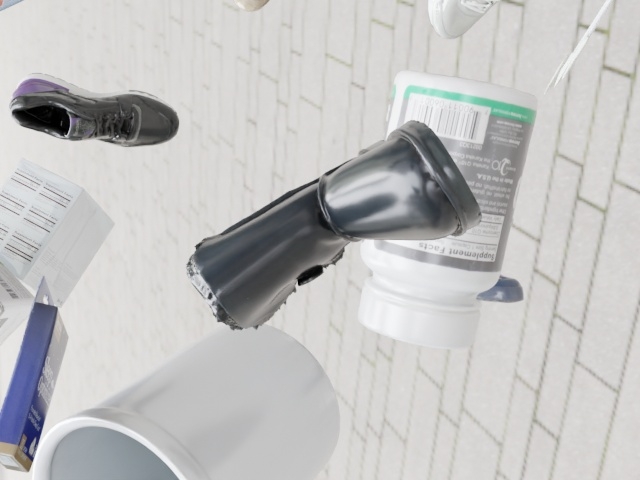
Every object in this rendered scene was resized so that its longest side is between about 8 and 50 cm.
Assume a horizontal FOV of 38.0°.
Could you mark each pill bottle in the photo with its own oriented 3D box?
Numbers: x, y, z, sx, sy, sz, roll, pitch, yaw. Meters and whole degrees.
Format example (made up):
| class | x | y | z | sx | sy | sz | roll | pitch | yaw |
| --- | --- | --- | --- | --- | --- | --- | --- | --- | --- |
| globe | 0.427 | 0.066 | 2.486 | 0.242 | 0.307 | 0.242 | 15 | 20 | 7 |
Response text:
| class | x | y | z | sx | sy | sz | roll | pitch | yaw |
| --- | --- | --- | --- | --- | --- | --- | --- | --- | --- |
| pill bottle | 0.169 | -0.045 | 1.310 | 0.204 | 0.204 | 0.361 | 27 | 108 | 61 |

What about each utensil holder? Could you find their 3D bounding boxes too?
| class | x | y | z | sx | sy | sz | roll | pitch | yaw |
| --- | --- | --- | --- | --- | --- | --- | --- | --- | --- |
| utensil holder | -0.188 | 0.332 | 1.430 | 0.327 | 0.385 | 0.328 | 10 | 112 | 25 |

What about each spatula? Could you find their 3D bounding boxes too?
| class | x | y | z | sx | sy | sz | roll | pitch | yaw |
| --- | --- | --- | --- | --- | --- | --- | --- | --- | --- |
| spatula | 0.495 | -0.386 | 1.726 | 0.242 | 0.019 | 0.168 | -58 | -6 | -2 |

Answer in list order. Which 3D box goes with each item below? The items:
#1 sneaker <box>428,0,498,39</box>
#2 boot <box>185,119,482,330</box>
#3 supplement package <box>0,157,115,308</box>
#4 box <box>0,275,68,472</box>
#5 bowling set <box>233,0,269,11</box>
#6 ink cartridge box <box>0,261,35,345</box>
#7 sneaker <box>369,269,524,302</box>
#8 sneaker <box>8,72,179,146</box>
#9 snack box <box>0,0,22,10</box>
| class | x | y | z | sx | sy | sz | roll | pitch | yaw |
| --- | --- | --- | --- | --- | --- | --- | --- | --- | --- |
| sneaker | 0.251 | -0.383 | 1.340 | 0.262 | 0.099 | 0.121 | -54 | 39 | 38 |
| boot | 0.000 | 0.000 | 0.735 | 0.094 | 0.207 | 0.246 | 57 | 174 | -9 |
| supplement package | -0.533 | -0.011 | 1.777 | 0.203 | 0.149 | 0.194 | -60 | -15 | -14 |
| box | -0.360 | 0.169 | 1.174 | 0.136 | 0.036 | 0.225 | 112 | 168 | -67 |
| bowling set | -0.123 | -0.398 | 0.975 | 0.154 | 0.287 | 0.200 | -59 | 1 | -32 |
| ink cartridge box | -0.601 | 0.076 | 1.492 | 0.198 | 0.115 | 0.273 | 45 | -179 | 4 |
| sneaker | 0.229 | 0.031 | 1.690 | 0.319 | 0.112 | 0.131 | 14 | 94 | 37 |
| sneaker | -0.385 | -0.198 | 1.583 | 0.124 | 0.283 | 0.107 | -102 | 23 | -61 |
| snack box | -0.187 | -0.178 | 0.531 | 0.100 | 0.141 | 0.037 | 37 | 146 | 23 |
